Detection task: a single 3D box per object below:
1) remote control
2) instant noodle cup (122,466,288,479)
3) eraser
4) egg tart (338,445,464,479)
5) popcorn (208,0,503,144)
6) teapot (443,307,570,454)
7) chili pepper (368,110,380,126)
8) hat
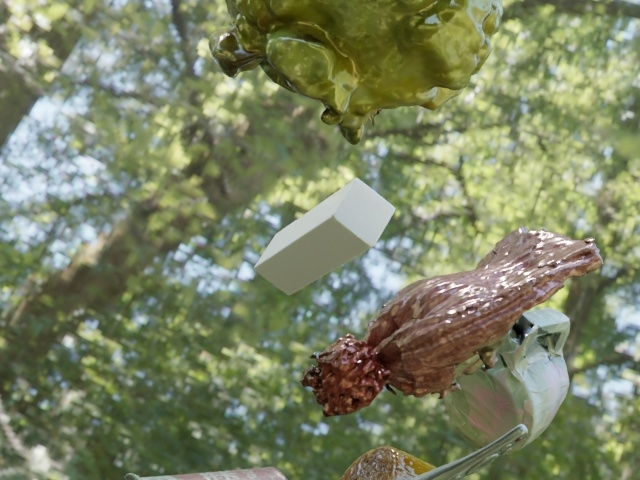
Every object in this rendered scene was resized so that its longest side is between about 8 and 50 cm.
[{"bbox_3d":[0.124,0.233,1.212,0.027,0.184,0.050,59,-2,20],"label":"remote control"},{"bbox_3d":[-0.122,0.368,1.418,0.178,0.235,0.235,-9,-17,-24],"label":"instant noodle cup"},{"bbox_3d":[0.000,0.000,1.830,0.076,0.078,0.298,38,-28,-11],"label":"eraser"},{"bbox_3d":[0.117,0.409,1.772,0.171,0.215,0.215,40,-31,-22],"label":"egg tart"},{"bbox_3d":[0.027,-0.227,1.112,0.270,0.258,0.224,-8,-24,-3],"label":"popcorn"},{"bbox_3d":[0.294,0.201,1.874,0.163,0.178,0.222,6,-73,40],"label":"teapot"},{"bbox_3d":[0.049,-0.236,1.632,0.045,0.027,0.178,-17,-61,3],"label":"chili pepper"},{"bbox_3d":[0.117,0.083,1.127,0.107,0.286,0.237,61,-12,2],"label":"hat"}]
